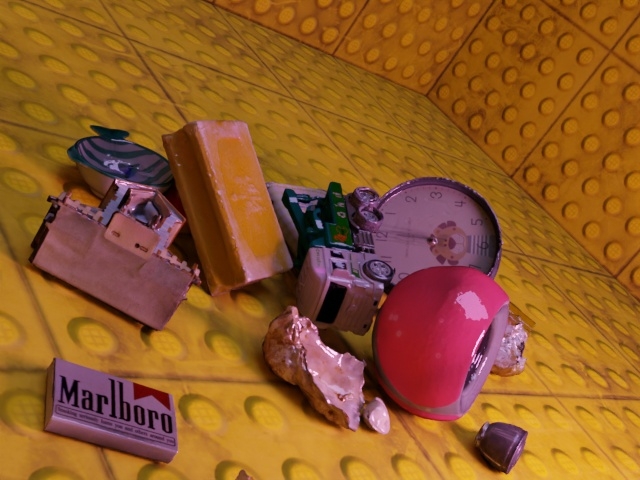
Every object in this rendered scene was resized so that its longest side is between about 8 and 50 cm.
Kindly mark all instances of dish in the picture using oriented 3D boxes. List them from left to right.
[{"bbox_3d":[-0.382,-0.129,1.701,0.224,0.078,0.246,7,28,-32],"label":"dish"}]

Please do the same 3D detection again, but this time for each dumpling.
[{"bbox_3d":[0.102,0.312,1.569,0.059,0.043,0.077,47,2,-10],"label":"dumpling"}]

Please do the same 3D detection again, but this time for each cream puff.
[{"bbox_3d":[0.421,0.245,2.086,0.156,0.121,0.156,-6,90,-67],"label":"cream puff"}]

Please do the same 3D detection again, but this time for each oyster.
[{"bbox_3d":[-0.013,0.222,1.532,0.232,0.107,0.161,51,18,-10],"label":"oyster"}]

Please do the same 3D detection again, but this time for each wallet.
[{"bbox_3d":[0.000,0.000,2.015,0.223,0.077,0.309,10,37,-47],"label":"wallet"}]

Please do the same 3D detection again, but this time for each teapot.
[{"bbox_3d":[0.340,0.395,1.718,0.091,0.124,0.092,27,59,22],"label":"teapot"}]

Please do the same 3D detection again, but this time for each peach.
[{"bbox_3d":[-0.260,-0.077,1.763,0.151,0.151,0.118,49,-19,31],"label":"peach"}]

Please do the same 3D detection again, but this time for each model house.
[{"bbox_3d":[-0.311,-0.006,1.451,0.271,0.178,0.206,28,21,-9],"label":"model house"}]

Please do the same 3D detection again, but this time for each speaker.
[{"bbox_3d":[0.228,0.183,1.665,0.294,0.294,0.294,30,22,-13],"label":"speaker"}]

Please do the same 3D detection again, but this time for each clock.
[{"bbox_3d":[0.246,0.002,1.962,0.312,0.312,0.061,44,-17,20],"label":"clock"}]

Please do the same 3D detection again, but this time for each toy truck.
[{"bbox_3d":[0.028,0.023,1.791,0.178,0.176,0.363,8,37,-16],"label":"toy truck"}]

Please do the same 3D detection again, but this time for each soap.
[{"bbox_3d":[-0.170,-0.068,1.684,0.199,0.091,0.314,-13,84,-62],"label":"soap"}]

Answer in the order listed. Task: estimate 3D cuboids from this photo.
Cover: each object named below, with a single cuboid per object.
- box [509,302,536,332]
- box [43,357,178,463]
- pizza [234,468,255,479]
[{"bbox_3d":[0.465,0.211,2.317,0.153,0.041,0.279,39,22,14],"label":"box"},{"bbox_3d":[-0.278,0.227,1.188,0.177,0.036,0.115,24,24,-26],"label":"box"},{"bbox_3d":[0.014,0.414,1.178,0.288,0.075,0.280,9,34,-48],"label":"pizza"}]
